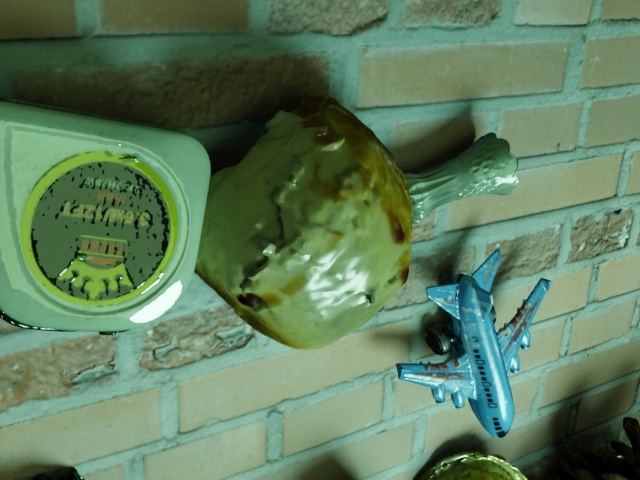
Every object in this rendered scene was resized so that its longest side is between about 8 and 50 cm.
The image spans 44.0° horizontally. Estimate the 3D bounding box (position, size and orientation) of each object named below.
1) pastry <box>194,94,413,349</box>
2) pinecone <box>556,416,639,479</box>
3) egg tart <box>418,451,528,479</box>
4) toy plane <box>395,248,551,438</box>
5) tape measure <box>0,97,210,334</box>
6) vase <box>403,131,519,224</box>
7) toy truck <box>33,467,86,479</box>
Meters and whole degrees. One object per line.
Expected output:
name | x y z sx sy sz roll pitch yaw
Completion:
pastry | 0.008 0.000 0.807 0.237 0.170 0.256 -45 135 -8
pinecone | 0.493 0.455 1.257 0.384 0.384 0.384 -14 117 -29
egg tart | 0.230 0.414 1.154 0.213 0.090 0.212 -1 95 -10
toy plane | 0.210 0.152 1.056 0.254 0.105 0.271 -26 124 -22
tape measure | -0.228 -0.018 0.682 0.235 0.115 0.207 6 101 -33
vase | 0.155 -0.069 0.942 0.149 0.081 0.081 -22 121 -22
toy truck | -0.293 0.305 0.805 0.147 0.065 0.079 -38 130 -17
